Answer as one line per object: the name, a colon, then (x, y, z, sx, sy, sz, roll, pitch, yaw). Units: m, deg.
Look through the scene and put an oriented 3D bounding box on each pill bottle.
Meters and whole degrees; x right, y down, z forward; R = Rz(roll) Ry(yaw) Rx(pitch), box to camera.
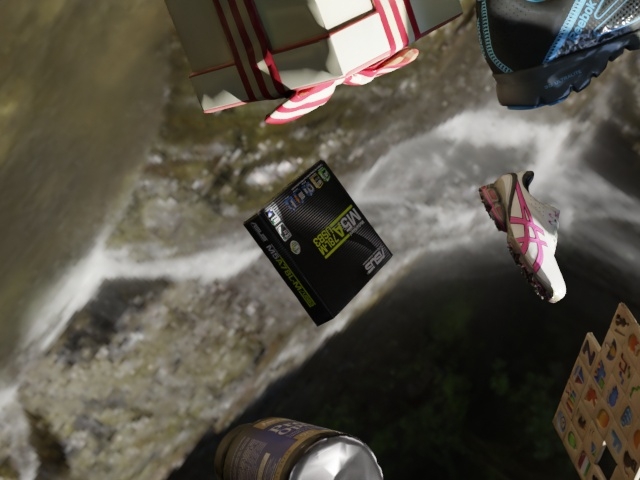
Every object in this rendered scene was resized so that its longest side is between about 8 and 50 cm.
pill bottle: (-0.034, 0.262, 1.316, 0.123, 0.123, 0.219, -53, -158, -19)

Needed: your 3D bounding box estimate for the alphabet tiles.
alphabet tiles: (0.357, 0.205, 1.453, 0.198, 0.009, 0.237, -109, -154, -53)

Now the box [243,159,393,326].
box: (0.000, 0.000, 1.703, 0.045, 0.184, 0.191, -33, -174, 41)

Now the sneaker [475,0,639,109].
sneaker: (0.321, -0.267, 1.251, 0.341, 0.139, 0.125, -29, -163, -13)

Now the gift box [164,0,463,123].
gift box: (-0.025, -0.282, 1.308, 0.255, 0.258, 0.276, -32, -164, -38)

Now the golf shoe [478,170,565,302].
golf shoe: (0.278, -0.010, 1.532, 0.086, 0.186, 0.067, -27, 158, 5)
